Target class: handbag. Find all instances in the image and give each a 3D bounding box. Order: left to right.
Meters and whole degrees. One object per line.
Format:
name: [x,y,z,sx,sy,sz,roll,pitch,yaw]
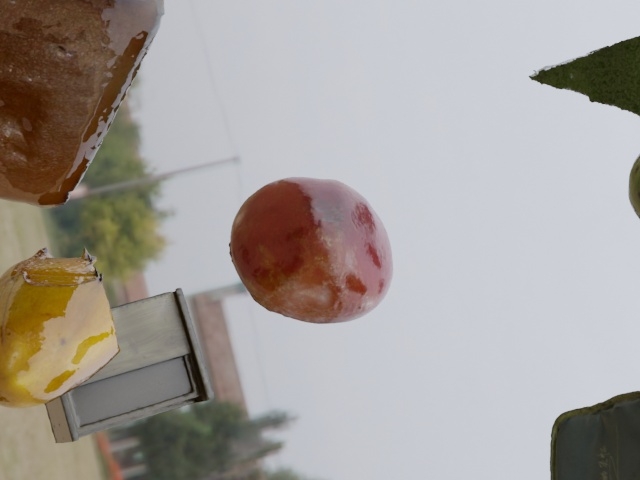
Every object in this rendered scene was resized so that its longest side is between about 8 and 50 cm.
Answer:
handbag: [0.434,0.335,1.611,0.222,0.241,0.263,-25,-130,45]

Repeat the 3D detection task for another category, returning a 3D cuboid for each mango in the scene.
mango: [-0.270,0.091,1.273,0.252,0.154,0.126,-94,167,-73]

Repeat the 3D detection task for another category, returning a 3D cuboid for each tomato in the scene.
tomato: [0.000,0.000,1.758,0.139,0.233,0.200,119,-23,-54]

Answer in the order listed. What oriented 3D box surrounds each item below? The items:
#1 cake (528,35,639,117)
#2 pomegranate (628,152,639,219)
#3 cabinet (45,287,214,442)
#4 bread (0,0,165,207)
cake: [0.522,-0.262,2.252,0.158,0.283,0.172,-21,96,-61]
pomegranate: [0.600,-0.104,2.038,0.263,0.211,0.211,-67,-166,4]
cabinet: [-0.251,0.153,1.591,0.215,0.174,0.148,153,-79,-72]
bread: [-0.353,-0.191,1.255,0.333,0.323,0.143,-54,-146,43]
